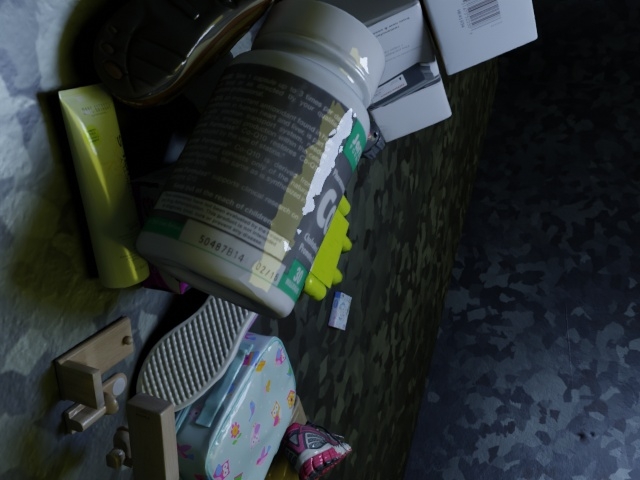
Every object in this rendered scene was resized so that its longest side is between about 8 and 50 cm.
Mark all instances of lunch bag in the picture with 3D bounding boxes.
[{"bbox_3d":[-0.145,0.299,1.059,0.224,0.108,0.279,73,32,-41],"label":"lunch bag"}]

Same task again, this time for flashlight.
[{"bbox_3d":[0.078,-0.274,1.400,0.304,0.103,0.103,24,73,-66],"label":"flashlight"}]

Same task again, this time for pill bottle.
[{"bbox_3d":[-0.061,-0.104,0.772,0.361,0.204,0.204,-66,154,-13],"label":"pill bottle"}]

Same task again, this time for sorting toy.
[{"bbox_3d":[-0.068,0.533,1.428,0.229,0.041,0.307,-66,154,-42],"label":"sorting toy"}]

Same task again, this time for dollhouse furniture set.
[{"bbox_3d":[-0.223,0.201,0.781,0.123,0.151,0.144,-39,136,-59],"label":"dollhouse furniture set"}]

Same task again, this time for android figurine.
[{"bbox_3d":[0.000,0.000,1.355,0.273,0.056,0.248,51,53,-59],"label":"android figurine"}]

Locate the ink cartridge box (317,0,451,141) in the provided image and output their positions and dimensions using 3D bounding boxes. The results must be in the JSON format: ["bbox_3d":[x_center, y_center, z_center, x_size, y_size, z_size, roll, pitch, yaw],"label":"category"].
[{"bbox_3d":[0.120,-0.422,1.230,0.395,0.166,0.285,42,31,-64],"label":"ink cartridge box"}]

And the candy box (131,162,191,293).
[{"bbox_3d":[-0.174,-0.041,0.917,0.233,0.071,0.159,-42,135,-58],"label":"candy box"}]

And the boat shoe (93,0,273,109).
[{"bbox_3d":[-0.143,-0.287,0.760,0.324,0.122,0.120,-45,179,-13],"label":"boat shoe"}]

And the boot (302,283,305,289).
[{"bbox_3d":[-0.050,-0.079,1.046,0.338,0.118,0.223,78,13,-46],"label":"boot"}]

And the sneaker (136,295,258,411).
[{"bbox_3d":[-0.169,0.157,0.967,0.282,0.102,0.161,-50,176,-22],"label":"sneaker"}]

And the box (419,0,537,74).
[{"bbox_3d":[0.241,-0.510,1.114,0.215,0.168,0.345,53,22,-48],"label":"box"}]

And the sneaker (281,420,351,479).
[{"bbox_3d":[-0.010,0.455,1.356,0.121,0.112,0.299,-37,160,-7],"label":"sneaker"}]

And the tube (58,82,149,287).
[{"bbox_3d":[-0.256,-0.062,0.734,0.062,0.070,0.240,-14,110,-23],"label":"tube"}]

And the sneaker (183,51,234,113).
[{"bbox_3d":[-0.156,-0.214,0.902,0.091,0.126,0.240,-48,119,-11],"label":"sneaker"}]

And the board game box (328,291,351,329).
[{"bbox_3d":[0.051,0.184,1.603,0.090,0.020,0.090,35,65,-66],"label":"board game box"}]
